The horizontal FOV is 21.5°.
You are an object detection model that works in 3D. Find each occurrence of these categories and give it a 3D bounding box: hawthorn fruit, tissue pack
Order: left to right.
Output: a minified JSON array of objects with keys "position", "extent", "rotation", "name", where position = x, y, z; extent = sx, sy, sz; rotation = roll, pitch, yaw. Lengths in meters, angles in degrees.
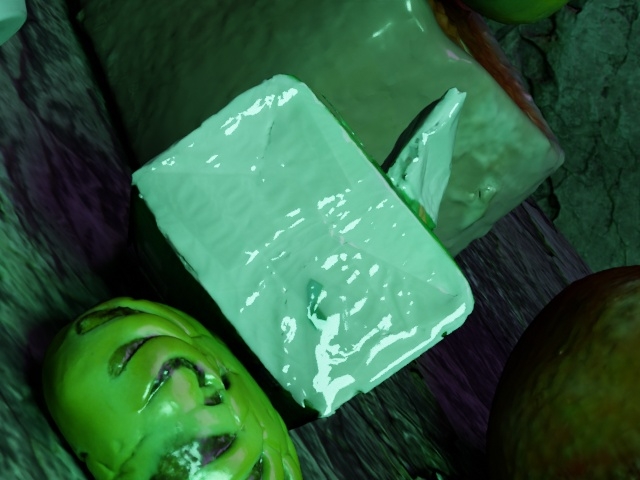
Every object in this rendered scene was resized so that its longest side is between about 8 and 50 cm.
[{"position":[0.001,0.001,0.866],"extent":[0.148,0.156,0.209],"rotation":[54,-11,4],"name":"tissue pack"},{"position":[0.252,0.135,1.231],"extent":[0.285,0.285,0.369],"rotation":[48,9,-16],"name":"hawthorn fruit"}]

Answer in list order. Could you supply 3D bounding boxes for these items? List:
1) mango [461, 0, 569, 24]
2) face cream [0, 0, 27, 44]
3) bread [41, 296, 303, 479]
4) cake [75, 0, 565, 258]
[{"position":[0.102,-0.207,1.084],"extent":[0.137,0.091,0.237],"rotation":[51,13,14],"name":"mango"},{"position":[-0.196,-0.122,0.753],"extent":[0.104,0.117,0.117],"rotation":[58,12,-2],"name":"face cream"},{"position":[-0.060,0.085,0.753],"extent":[0.139,0.071,0.130],"rotation":[57,9,24],"name":"bread"},{"position":[-0.005,-0.124,1.175],"extent":[0.237,0.230,0.309],"rotation":[37,19,-44],"name":"cake"}]
